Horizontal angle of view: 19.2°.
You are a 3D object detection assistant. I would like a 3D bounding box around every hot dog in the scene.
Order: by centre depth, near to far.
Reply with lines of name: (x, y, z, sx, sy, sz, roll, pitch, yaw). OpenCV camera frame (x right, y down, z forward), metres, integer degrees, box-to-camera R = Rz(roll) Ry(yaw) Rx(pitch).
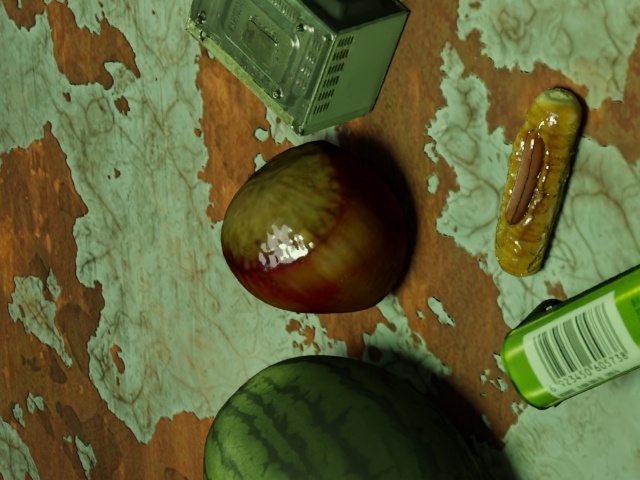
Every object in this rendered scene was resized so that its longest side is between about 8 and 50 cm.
hot dog: (0.209, -0.055, 1.889, 0.066, 0.047, 0.215, 41, 134, 34)

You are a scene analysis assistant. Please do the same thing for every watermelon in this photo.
watermelon: (0.037, 0.285, 2.064, 0.359, 0.279, 0.279, 45, 136, 24)

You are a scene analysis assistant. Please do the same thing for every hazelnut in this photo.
hazelnut: (0.000, 0.000, 2.066, 0.208, 0.208, 0.208, 24, 124, 41)

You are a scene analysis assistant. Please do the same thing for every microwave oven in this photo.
microwave oven: (-0.033, -0.235, 2.024, 0.205, 0.129, 0.163, 44, 136, 26)

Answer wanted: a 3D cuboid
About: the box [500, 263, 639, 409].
box: (0.315, 0.055, 1.748, 0.345, 0.134, 0.097, -33, 85, 52)
